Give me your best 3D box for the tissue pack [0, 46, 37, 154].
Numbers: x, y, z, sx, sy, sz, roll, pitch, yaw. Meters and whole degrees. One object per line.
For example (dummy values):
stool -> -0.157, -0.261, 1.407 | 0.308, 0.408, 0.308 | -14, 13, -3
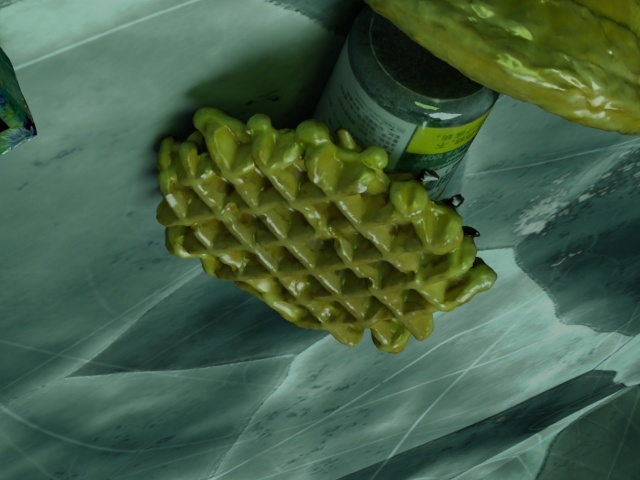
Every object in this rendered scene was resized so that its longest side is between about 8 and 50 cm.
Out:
tissue pack -> -0.267, -0.113, 1.346 | 0.079, 0.085, 0.111 | -26, 160, 2

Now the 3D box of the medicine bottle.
medicine bottle -> 0.060, -0.095, 1.687 | 0.141, 0.141, 0.293 | -16, 157, -24

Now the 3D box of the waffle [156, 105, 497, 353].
waffle -> -0.010, -0.004, 1.672 | 0.329, 0.062, 0.329 | 14, 148, 9

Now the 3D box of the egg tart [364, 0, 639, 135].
egg tart -> 0.150, -0.192, 1.435 | 0.319, 0.319, 0.128 | 9, 112, -57
